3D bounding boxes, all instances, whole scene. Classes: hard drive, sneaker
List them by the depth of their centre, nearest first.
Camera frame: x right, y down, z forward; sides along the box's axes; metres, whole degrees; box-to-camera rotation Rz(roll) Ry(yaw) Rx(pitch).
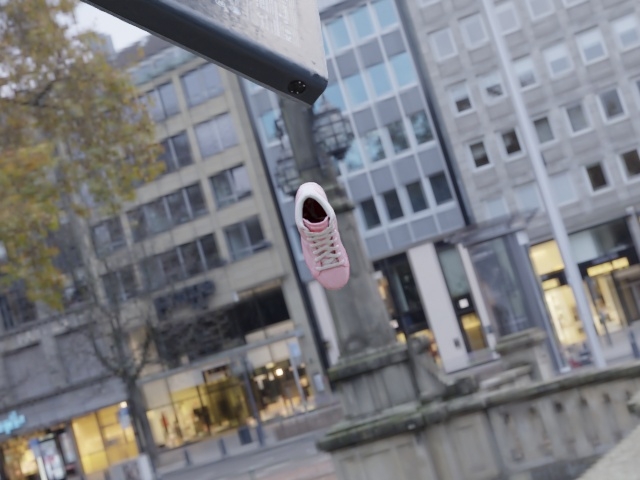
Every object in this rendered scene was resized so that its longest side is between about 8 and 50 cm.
[{"bbox_3d":[-0.060,-0.131,0.519,0.135,0.094,0.022,22,-49,-28],"label":"hard drive"},{"bbox_3d":[0.000,0.000,1.160,0.051,0.134,0.070,-15,9,2],"label":"sneaker"}]
